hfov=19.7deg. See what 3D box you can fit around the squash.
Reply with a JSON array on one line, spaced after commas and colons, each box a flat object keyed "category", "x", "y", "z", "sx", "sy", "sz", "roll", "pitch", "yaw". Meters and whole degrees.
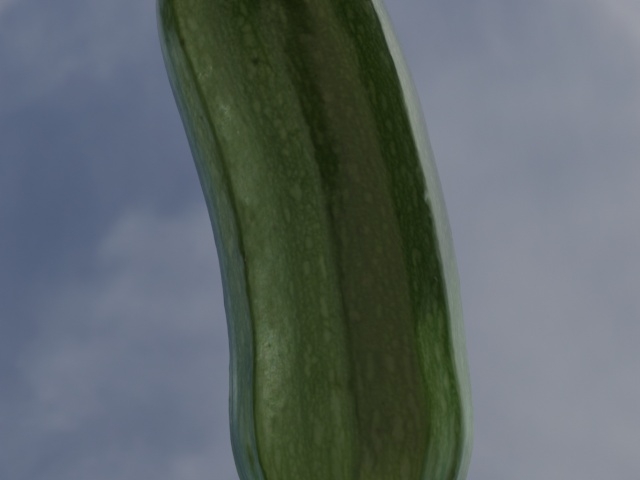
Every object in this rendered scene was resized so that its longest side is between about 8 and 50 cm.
[{"category": "squash", "x": 0.000, "y": 0.000, "z": 0.546, "sx": 0.077, "sy": 0.068, "sz": 0.219, "roll": -6, "pitch": -98, "yaw": -21}]
